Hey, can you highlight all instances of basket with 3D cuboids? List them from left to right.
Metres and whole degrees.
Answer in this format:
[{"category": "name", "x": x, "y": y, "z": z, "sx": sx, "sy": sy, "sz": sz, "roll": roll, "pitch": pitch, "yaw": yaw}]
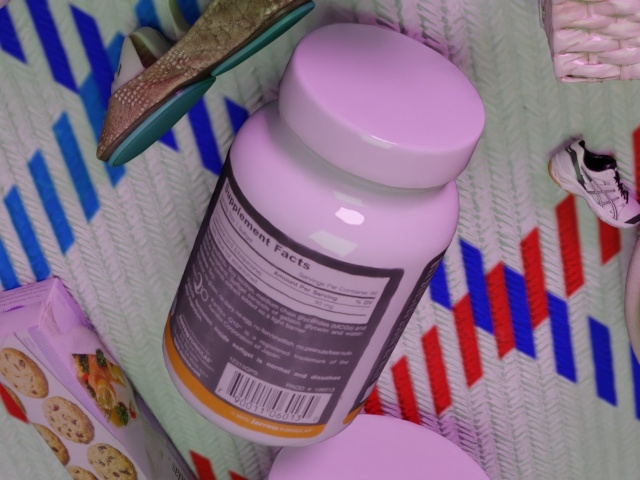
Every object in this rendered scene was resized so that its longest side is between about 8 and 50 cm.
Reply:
[{"category": "basket", "x": 0.213, "y": -0.164, "z": 0.876, "sx": 0.167, "sy": 0.103, "sz": 0.113, "roll": -2, "pitch": 128, "yaw": 10}]

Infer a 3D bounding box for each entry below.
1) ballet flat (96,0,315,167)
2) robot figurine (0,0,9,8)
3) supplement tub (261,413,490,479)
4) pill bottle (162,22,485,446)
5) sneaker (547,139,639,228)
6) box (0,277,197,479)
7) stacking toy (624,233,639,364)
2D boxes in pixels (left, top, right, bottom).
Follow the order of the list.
[{"category": "ballet flat", "x": -0.091, "y": -0.129, "z": 0.978, "sx": 0.206, "sy": 0.073, "sz": 0.067, "roll": -36, "pitch": 90, "yaw": 27}, {"category": "robot figurine", "x": -0.301, "y": -0.202, "z": 0.862, "sx": 0.278, "sy": 0.173, "sz": 0.209, "roll": -3, "pitch": 160, "yaw": 10}, {"category": "supplement tub", "x": 0.020, "y": 0.320, "z": 1.212, "sx": 0.228, "sy": 0.228, "sz": 0.316, "roll": 13, "pitch": 129, "yaw": -4}, {"category": "pill bottle", "x": 0.000, "y": 0.000, "z": 1.000, "sx": 0.162, "sy": 0.162, "sz": 0.278, "roll": 18, "pitch": 128, "yaw": -8}, {"category": "sneaker", "x": 0.202, "y": -0.039, "z": 1.024, "sx": 0.083, "sy": 0.032, "sz": 0.037, "roll": 31, "pitch": 126, "yaw": -18}, {"category": "box", "x": -0.176, "y": 0.171, "z": 1.221, "sx": 0.067, "sy": 0.063, "sz": 0.324, "roll": -14, "pitch": 126, "yaw": 19}, {"category": "stacking toy", "x": 0.366, "y": 0.164, "z": 0.877, "sx": 0.351, "sy": 0.480, "sz": 0.350, "roll": 5, "pitch": 130, "yaw": 6}]
